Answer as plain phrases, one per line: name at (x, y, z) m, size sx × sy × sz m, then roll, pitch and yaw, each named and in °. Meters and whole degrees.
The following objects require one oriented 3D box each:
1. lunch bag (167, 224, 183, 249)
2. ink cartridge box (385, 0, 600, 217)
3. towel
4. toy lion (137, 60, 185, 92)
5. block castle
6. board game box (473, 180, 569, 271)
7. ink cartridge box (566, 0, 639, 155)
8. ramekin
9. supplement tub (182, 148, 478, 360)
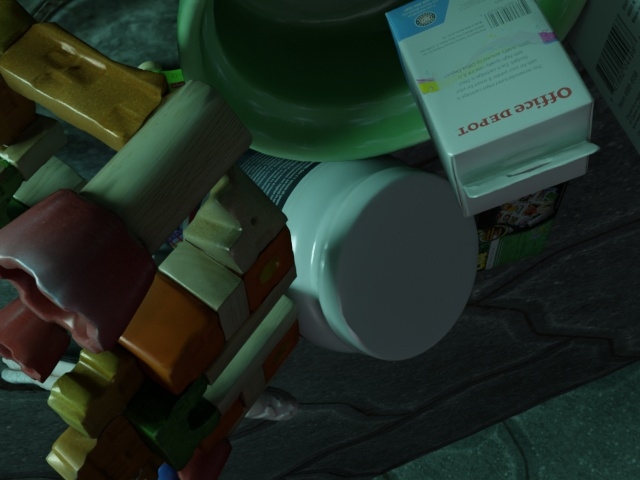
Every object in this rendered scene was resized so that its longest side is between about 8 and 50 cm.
lunch bag at (-0.182, 0.037, 0.945) m, size 0.220 × 0.138 × 0.293 m, roll -28°, pitch 141°, yaw 26°
ink cartridge box at (0.115, -0.091, 0.512) m, size 0.092 × 0.143 × 0.090 m, roll -20°, pitch 152°, yaw 7°
towel at (-0.251, 0.216, 1.136) m, size 0.316 × 0.054 × 0.331 m, roll 1°, pitch 169°, yaw 42°
toy lion at (-0.117, -0.142, 0.741) m, size 0.100 × 0.034 × 0.096 m, roll -14°, pitch 160°, yaw -5°
block castle at (-0.200, 0.044, 0.607) m, size 0.213 × 0.303 × 0.453 m, roll -53°, pitch 162°, yaw -25°
board game box at (0.292, -0.029, 1.172) m, size 0.136 × 0.030 × 0.260 m, roll -17°, pitch 152°, yaw -4°
ink cartridge box at (0.251, -0.217, 0.546) m, size 0.114 × 0.273 × 0.197 m, roll -17°, pitch 153°, yaw -8°
ramekin at (0.034, -0.208, 0.572) m, size 0.303 × 0.148 × 0.303 m, roll -13°, pitch 152°, yaw -7°
supplement tub at (0.000, 0.000, 0.767) m, size 0.191 × 0.191 × 0.272 m, roll 7°, pitch -174°, yaw -37°
